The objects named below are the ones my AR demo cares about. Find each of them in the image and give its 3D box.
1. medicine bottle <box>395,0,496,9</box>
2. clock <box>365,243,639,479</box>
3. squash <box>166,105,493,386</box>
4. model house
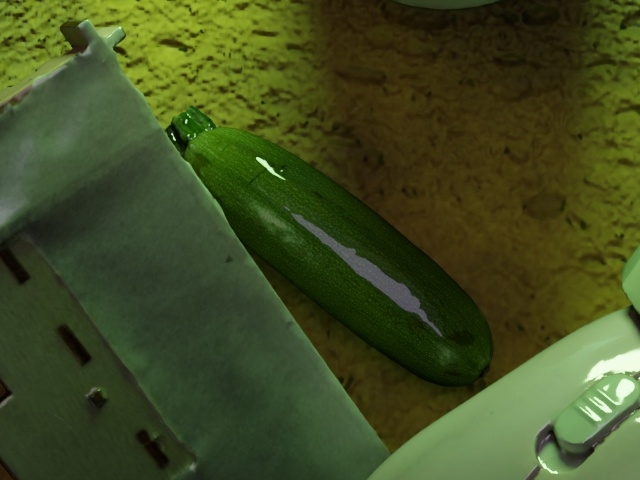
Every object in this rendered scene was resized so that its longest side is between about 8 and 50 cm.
[{"bbox_3d":[0.078,-0.296,1.071,0.212,0.325,0.212,0,71,0],"label":"medicine bottle"},{"bbox_3d":[0.167,0.160,0.909,0.325,0.342,0.184,-36,53,-8],"label":"clock"},{"bbox_3d":[0.000,0.000,1.099,0.252,0.066,0.066,37,74,13],"label":"squash"},{"bbox_3d":[-0.115,0.049,0.998,0.169,0.244,0.326,-38,107,-10],"label":"model house"}]
